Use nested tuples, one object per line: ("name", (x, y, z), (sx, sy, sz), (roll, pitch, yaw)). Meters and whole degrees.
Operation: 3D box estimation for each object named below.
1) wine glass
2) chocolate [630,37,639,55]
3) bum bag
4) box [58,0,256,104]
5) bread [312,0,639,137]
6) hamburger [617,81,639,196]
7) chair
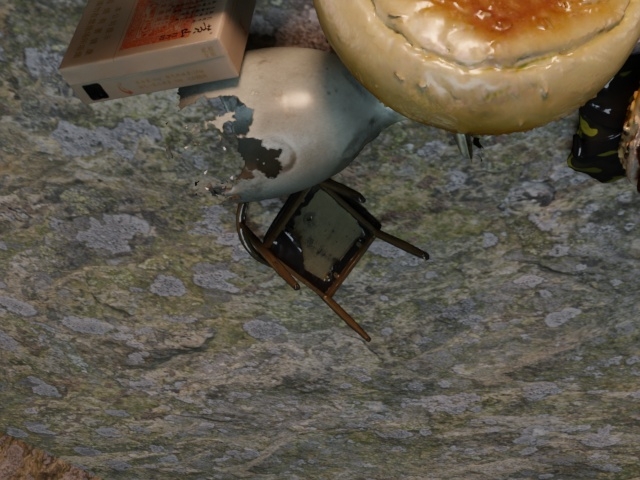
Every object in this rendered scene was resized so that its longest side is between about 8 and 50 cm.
("wine glass", (0.005, -0.152, 0.811), (0.357, 0.190, 0.190), (-9, 139, 13))
("chocolate", (0.277, -0.224, 0.729), (0.248, 0.110, 0.110), (-25, 131, 32))
("bum bag", (0.367, -0.151, 0.839), (0.107, 0.060, 0.232), (-3, 140, 11))
("box", (-0.183, -0.236, 0.771), (0.201, 0.141, 0.058), (-4, 145, 17))
("bread", (0.136, -0.228, 0.611), (0.306, 0.305, 0.158), (5, 160, 5))
("hamburger", (0.457, -0.136, 0.713), (0.300, 0.176, 0.300), (-20, 143, -16))
("chair", (0.000, 0.000, 1.032), (0.188, 0.166, 0.272), (39, 175, -34))
